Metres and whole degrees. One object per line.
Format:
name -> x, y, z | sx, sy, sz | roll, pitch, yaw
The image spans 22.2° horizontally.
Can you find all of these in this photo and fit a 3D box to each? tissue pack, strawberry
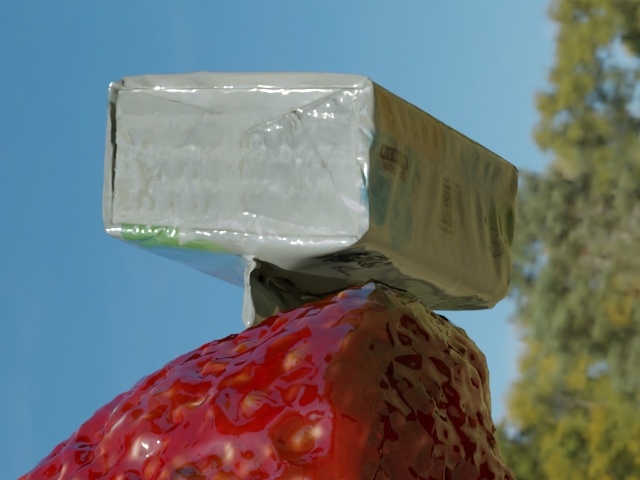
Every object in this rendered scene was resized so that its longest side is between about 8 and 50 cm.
tissue pack -> 0.000, 0.000, 0.919 | 0.229, 0.159, 0.145 | 23, -109, -63
strawberry -> -0.017, 0.144, 0.641 | 0.277, 0.257, 0.257 | -64, -14, 16
